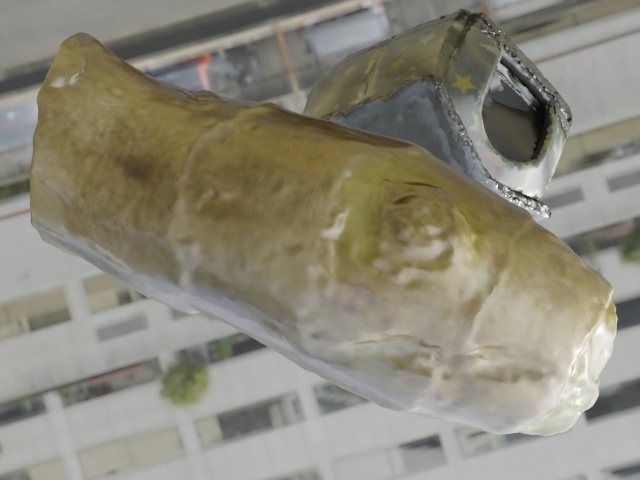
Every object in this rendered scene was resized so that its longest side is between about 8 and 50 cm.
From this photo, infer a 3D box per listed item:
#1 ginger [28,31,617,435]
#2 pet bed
[{"bbox_3d":[0.000,0.000,0.648,0.263,0.109,0.116,24,-160,6],"label":"ginger"},{"bbox_3d":[0.087,-0.075,1.334,0.211,0.183,0.159,-15,-139,42],"label":"pet bed"}]
